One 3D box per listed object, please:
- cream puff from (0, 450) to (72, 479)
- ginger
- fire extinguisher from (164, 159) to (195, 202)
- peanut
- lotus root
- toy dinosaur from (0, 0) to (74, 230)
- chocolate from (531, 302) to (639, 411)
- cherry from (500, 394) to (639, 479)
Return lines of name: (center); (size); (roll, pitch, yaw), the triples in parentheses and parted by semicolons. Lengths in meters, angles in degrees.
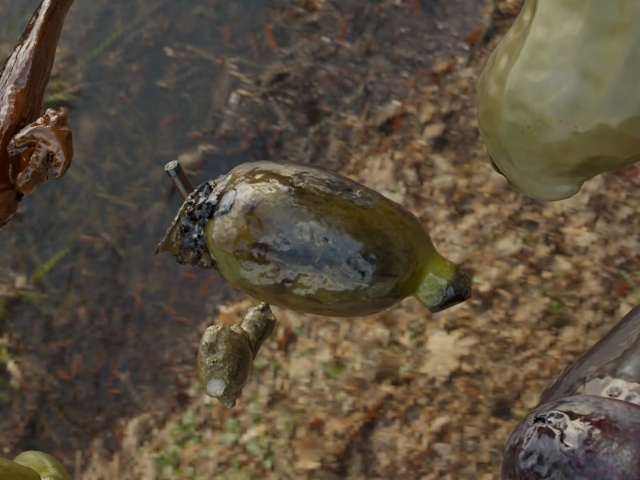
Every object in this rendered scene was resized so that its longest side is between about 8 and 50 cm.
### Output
cream puff: (-0.330, 0.289, 0.978); (0.324, 0.257, 0.291); (-15, 60, 42)
ginger: (-0.113, 0.133, 1.685); (0.067, 0.096, 0.165); (-7, 40, 34)
fire extinguisher: (-0.183, -0.068, 1.753); (0.028, 0.083, 0.022); (-24, 33, 6)
peanut: (0.227, -0.174, 0.953); (0.174, 0.158, 0.340); (14, 111, -1)
lotus root: (0.000, 0.000, 1.292); (0.314, 0.169, 0.141); (14, 98, -2)
toy dinosaur: (-0.232, -0.086, 0.983); (0.432, 0.097, 0.208); (-55, 13, -3)
chocolate: (0.488, 0.233, 1.613); (0.331, 0.383, 0.384); (-38, 50, -14)
cherry: (0.280, 0.240, 1.310); (0.195, 0.195, 0.195); (-9, 75, 39)
